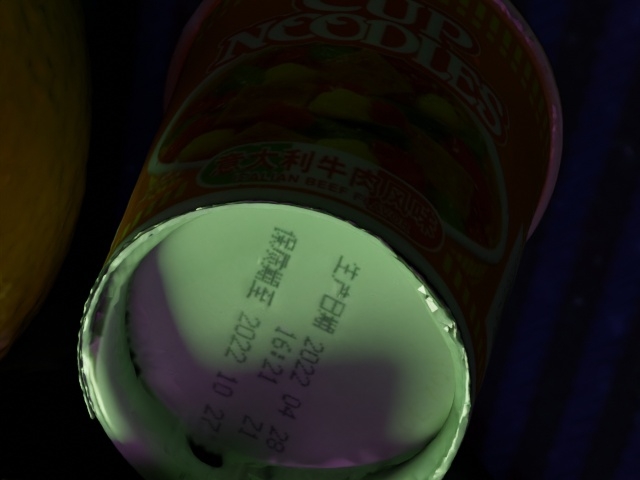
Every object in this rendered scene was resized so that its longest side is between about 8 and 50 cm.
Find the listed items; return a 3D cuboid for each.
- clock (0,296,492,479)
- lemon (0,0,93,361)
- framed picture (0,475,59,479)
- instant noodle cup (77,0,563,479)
[{"bbox_3d":[-0.078,0.203,0.639,0.386,0.076,0.386,4,117,8],"label":"clock"},{"bbox_3d":[-0.191,-0.063,0.440,0.236,0.236,0.263,-14,137,17],"label":"lemon"},{"bbox_3d":[-0.119,0.130,0.484,0.260,0.023,0.189,0,146,20],"label":"framed picture"},{"bbox_3d":[0.000,0.000,0.460,0.168,0.185,0.168,4,117,9],"label":"instant noodle cup"}]
